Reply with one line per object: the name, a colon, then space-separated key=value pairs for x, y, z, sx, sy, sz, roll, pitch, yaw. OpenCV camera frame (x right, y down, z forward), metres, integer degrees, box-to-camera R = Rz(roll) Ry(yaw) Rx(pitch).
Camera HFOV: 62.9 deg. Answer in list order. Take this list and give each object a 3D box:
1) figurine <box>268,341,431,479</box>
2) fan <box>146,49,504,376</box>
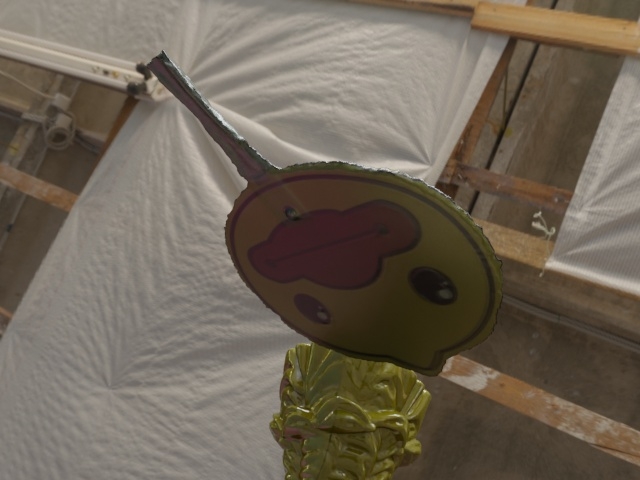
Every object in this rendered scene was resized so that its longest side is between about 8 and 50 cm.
figurine: x=-0.008 y=0.273 z=0.477 sx=0.168 sy=0.187 sz=0.315 roll=29 pitch=-127 yaw=-11
fan: x=0.000 y=-0.001 z=0.390 sx=0.230 sy=0.335 sz=0.011 roll=-19 pitch=-148 yaw=42
